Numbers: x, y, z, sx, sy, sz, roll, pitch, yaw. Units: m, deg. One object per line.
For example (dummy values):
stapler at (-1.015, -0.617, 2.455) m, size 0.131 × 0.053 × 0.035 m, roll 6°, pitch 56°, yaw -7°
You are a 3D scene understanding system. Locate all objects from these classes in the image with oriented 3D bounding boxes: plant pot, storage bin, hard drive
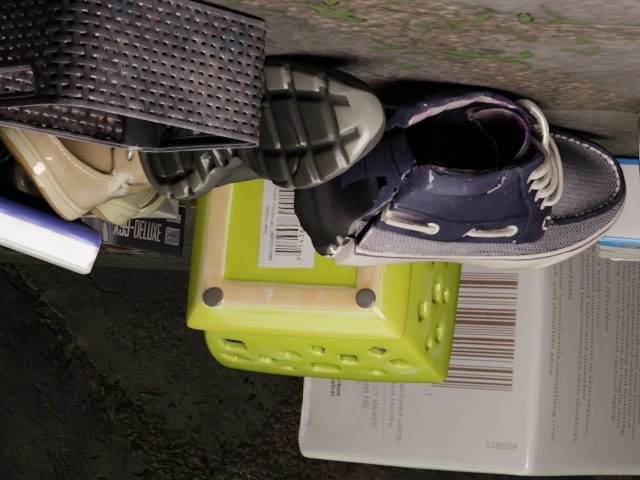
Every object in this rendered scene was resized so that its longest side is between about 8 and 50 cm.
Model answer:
plant pot at (0.000, 0.000, 1.616) m, size 0.227 × 0.228 × 0.207 m, roll 3°, pitch 170°, yaw 14°
storage bin at (-0.132, -0.111, 1.155) m, size 0.122 × 0.084 × 0.180 m, roll -1°, pitch 174°, yaw 41°
hard drive at (-0.366, -0.056, 1.589) m, size 0.319 × 0.040 × 0.210 m, roll 21°, pitch -179°, yaw -22°

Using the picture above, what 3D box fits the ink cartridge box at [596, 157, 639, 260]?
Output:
ink cartridge box at (0.351, -0.026, 1.798) m, size 0.148 × 0.085 × 0.203 m, roll 3°, pitch 176°, yaw 9°

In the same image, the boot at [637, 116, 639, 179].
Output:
boot at (0.351, -0.058, 1.443) m, size 0.176 × 0.088 × 0.244 m, roll 1°, pitch -177°, yaw 22°

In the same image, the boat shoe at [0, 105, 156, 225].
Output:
boat shoe at (-0.196, -0.081, 1.572) m, size 0.098 × 0.109 × 0.302 m, roll -37°, pitch 169°, yaw 6°

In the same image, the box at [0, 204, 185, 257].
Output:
box at (-0.376, -0.026, 2.435) m, size 0.307 × 0.076 × 0.242 m, roll 1°, pitch 174°, yaw 29°

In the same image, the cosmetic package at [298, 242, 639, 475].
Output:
cosmetic package at (0.217, 0.127, 2.292) m, size 0.327 × 0.329 × 0.394 m, roll -1°, pitch 173°, yaw 33°

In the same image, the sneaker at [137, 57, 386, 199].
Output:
sneaker at (-0.034, -0.094, 1.388) m, size 0.106 × 0.101 × 0.267 m, roll -21°, pitch -169°, yaw -38°

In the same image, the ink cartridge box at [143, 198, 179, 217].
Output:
ink cartridge box at (-0.265, -0.062, 1.956) m, size 0.198 × 0.067 × 0.115 m, roll 0°, pitch 174°, yaw 21°

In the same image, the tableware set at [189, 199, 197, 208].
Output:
tableware set at (-0.064, -0.037, 1.910) m, size 0.154 × 0.024 × 0.104 m, roll 3°, pitch 176°, yaw 1°

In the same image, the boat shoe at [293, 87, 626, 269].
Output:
boat shoe at (0.157, -0.053, 1.467) m, size 0.341 × 0.127 × 0.158 m, roll -9°, pitch 164°, yaw -36°

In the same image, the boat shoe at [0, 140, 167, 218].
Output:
boat shoe at (-0.295, -0.063, 1.813) m, size 0.285 × 0.102 × 0.092 m, roll 0°, pitch 170°, yaw 0°
